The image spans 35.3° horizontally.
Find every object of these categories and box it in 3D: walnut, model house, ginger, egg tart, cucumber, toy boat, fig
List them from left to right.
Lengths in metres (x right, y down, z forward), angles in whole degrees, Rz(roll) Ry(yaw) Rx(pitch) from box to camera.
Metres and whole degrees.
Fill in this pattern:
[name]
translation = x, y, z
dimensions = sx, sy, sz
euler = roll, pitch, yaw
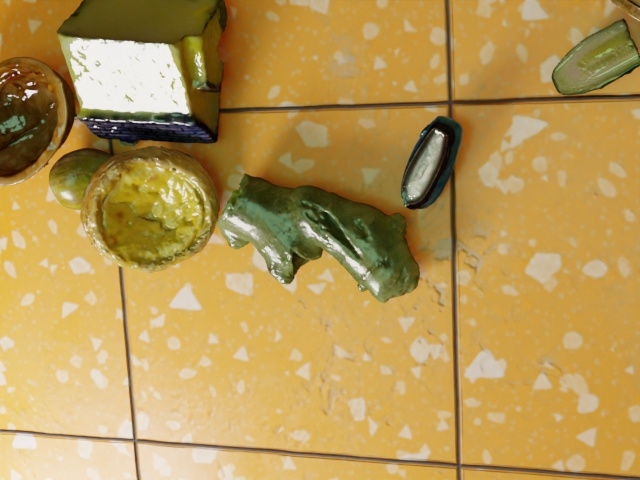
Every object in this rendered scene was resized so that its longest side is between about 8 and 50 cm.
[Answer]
[walnut]
translation = -0.429, -0.170, 1.452
dimensions = 0.211, 0.087, 0.167
euler = -29, 84, 18
[fig]
translation = -0.307, -0.103, 1.447
dimensions = 0.166, 0.093, 0.093
euler = -24, 93, -10
[egg tart]
translation = -0.238, -0.048, 1.398
dimensions = 0.191, 0.074, 0.191
euler = -5, 111, -13
[model house]
translation = -0.222, -0.224, 1.371
dimensions = 0.194, 0.170, 0.211
euler = 4, 130, 10
[ginger]
translation = -0.004, -0.002, 1.355
dimensions = 0.290, 0.089, 0.137
euler = 10, 85, 11
[toy boat]
translation = 0.143, -0.096, 1.299
dimensions = 0.060, 0.061, 0.137
euler = 29, 116, 19
[cucumber]
translation = 0.337, -0.214, 1.229
dimensions = 0.107, 0.035, 0.067
euler = -27, 74, 21

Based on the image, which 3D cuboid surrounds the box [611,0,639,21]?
[box]
translation = 0.387, -0.275, 1.162
dimensions = 0.105, 0.105, 0.037
euler = 33, 119, 9
